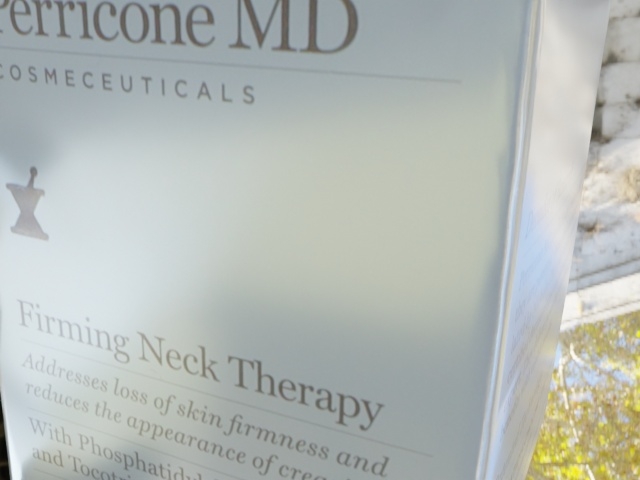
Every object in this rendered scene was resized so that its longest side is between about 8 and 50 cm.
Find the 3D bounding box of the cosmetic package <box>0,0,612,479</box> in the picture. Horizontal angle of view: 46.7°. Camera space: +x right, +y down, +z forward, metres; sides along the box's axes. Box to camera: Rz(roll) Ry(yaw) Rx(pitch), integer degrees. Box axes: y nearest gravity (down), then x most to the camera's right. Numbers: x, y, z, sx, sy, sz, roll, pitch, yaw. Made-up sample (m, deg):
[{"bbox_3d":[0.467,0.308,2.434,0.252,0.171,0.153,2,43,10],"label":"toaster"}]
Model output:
[{"bbox_3d":[0.000,0.000,0.534,0.329,0.394,0.327,10,-160,23],"label":"cosmetic package"}]
